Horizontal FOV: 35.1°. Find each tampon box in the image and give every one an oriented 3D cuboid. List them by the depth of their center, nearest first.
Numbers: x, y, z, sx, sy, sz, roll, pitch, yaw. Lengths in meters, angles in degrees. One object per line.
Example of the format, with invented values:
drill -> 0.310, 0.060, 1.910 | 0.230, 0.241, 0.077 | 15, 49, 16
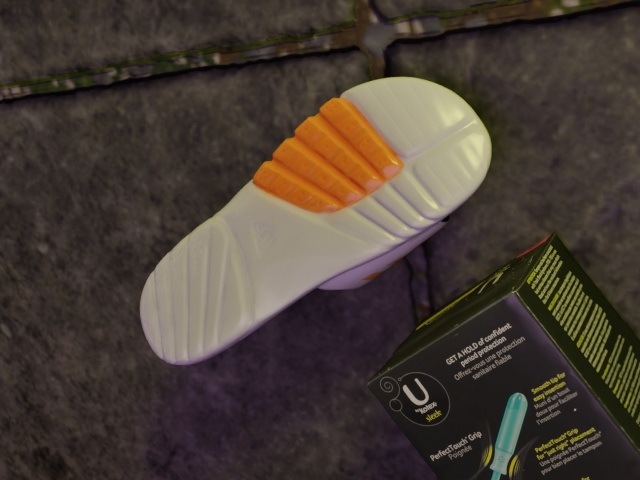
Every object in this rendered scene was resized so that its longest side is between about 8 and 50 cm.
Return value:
tampon box -> 0.134, 0.102, 0.618 | 0.120, 0.101, 0.161 | -37, 91, 32

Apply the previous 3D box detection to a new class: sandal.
sandal -> -0.005, -0.009, 0.657 | 0.265, 0.076, 0.102 | -34, 72, 21
